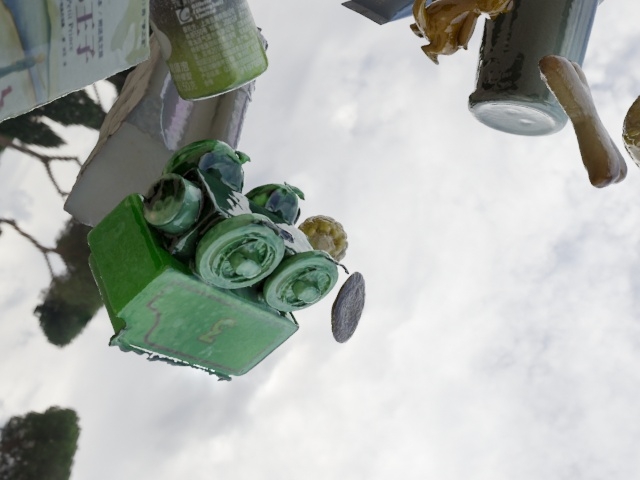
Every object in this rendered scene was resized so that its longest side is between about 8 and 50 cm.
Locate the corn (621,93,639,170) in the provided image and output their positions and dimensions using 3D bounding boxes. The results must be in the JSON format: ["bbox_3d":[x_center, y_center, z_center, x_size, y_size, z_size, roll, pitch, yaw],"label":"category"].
[{"bbox_3d":[0.386,-0.062,0.772,0.097,0.261,0.097,-34,-141,32],"label":"corn"}]

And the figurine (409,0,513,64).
[{"bbox_3d":[0.217,-0.365,1.181,0.176,0.122,0.121,-27,-127,8],"label":"figurine"}]

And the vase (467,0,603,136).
[{"bbox_3d":[0.380,-0.348,1.400,0.245,0.245,0.291,4,-104,54],"label":"vase"}]

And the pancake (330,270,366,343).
[{"bbox_3d":[0.042,0.098,1.110,0.011,0.115,0.115,12,-107,26],"label":"pancake"}]

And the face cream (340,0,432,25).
[{"bbox_3d":[0.236,-0.559,1.756,0.135,0.385,0.086,40,-37,37],"label":"face cream"}]

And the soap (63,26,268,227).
[{"bbox_3d":[-0.213,-0.159,1.080,0.258,0.159,0.302,-42,-153,44],"label":"soap"}]

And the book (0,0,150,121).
[{"bbox_3d":[-0.185,-0.165,0.445,0.289,0.026,0.201,-51,153,-54],"label":"book"}]

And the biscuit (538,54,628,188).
[{"bbox_3d":[0.393,-0.177,1.149,0.047,0.164,0.208,-27,-96,30],"label":"biscuit"}]

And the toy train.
[{"bbox_3d":[-0.097,0.025,0.733,0.188,0.243,0.132,-41,-126,12],"label":"toy train"}]

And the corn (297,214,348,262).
[{"bbox_3d":[0.000,0.000,0.991,0.067,0.067,0.206,-60,-178,1],"label":"corn"}]

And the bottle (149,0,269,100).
[{"bbox_3d":[-0.141,-0.291,0.672,0.093,0.330,0.093,-17,-157,7],"label":"bottle"}]
